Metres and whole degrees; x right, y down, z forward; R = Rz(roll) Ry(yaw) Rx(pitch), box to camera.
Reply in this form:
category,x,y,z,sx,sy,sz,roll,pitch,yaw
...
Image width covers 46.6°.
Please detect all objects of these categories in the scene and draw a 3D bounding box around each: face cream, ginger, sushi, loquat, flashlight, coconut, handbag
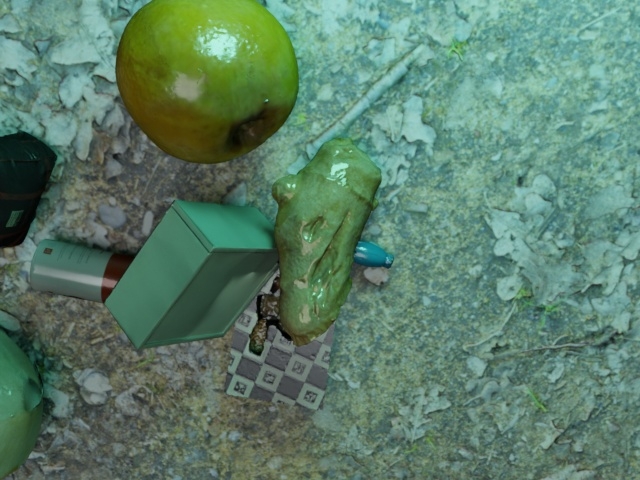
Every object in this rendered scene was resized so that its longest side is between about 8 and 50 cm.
category,x,y,z,sx,sy,sz,roll,pitch,yaw
face cream,-0.403,0.064,1.344,0.214,0.096,0.096,11,111,0
ginger,0.000,0.000,1.225,0.189,0.126,0.354,10,87,-28
sushi,-0.069,0.166,1.380,0.192,0.043,0.280,9,103,5
loquat,-0.179,-0.252,1.134,0.274,0.275,0.275,2,110,4
flashlight,0.066,0.022,1.317,0.129,0.051,0.051,19,111,-7
coconut,-0.661,0.305,1.359,0.322,0.323,0.323,2,110,4
handbag,-0.559,-0.082,1.266,0.155,0.169,0.215,34,112,7

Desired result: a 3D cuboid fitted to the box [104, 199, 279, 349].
category,x,y,z,sx,sy,sz,roll,pitch,yaw
box,-0.205,0.055,1.246,0.117,0.225,0.225,47,111,22
